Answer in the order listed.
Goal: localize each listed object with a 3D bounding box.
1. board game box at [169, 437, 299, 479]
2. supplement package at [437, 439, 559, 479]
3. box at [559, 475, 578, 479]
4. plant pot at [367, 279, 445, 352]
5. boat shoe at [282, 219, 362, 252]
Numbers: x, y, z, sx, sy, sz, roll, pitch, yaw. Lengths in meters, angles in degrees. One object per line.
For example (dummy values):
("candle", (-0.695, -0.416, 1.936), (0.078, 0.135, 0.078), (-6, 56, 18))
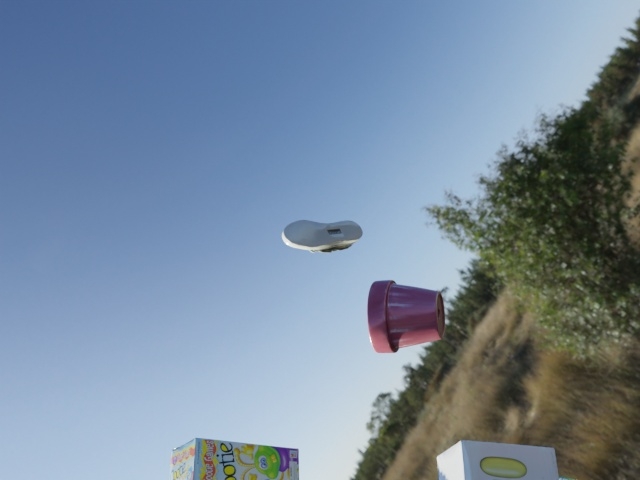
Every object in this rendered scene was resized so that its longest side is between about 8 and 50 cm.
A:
("board game box", (-0.202, 0.566, 1.414), (0.275, 0.142, 0.144), (18, -37, -30))
("supplement package", (0.362, 0.526, 1.210), (0.149, 0.203, 0.194), (108, 167, -56))
("box", (0.853, 0.823, 1.972), (0.043, 0.105, 0.179), (-63, -3, -15))
("plant pot", (0.238, 0.204, 1.620), (0.201, 0.180, 0.202), (-5, -90, -69))
("boat shoe", (0.000, 0.000, 1.429), (0.219, 0.078, 0.070), (-2, -35, -33))
